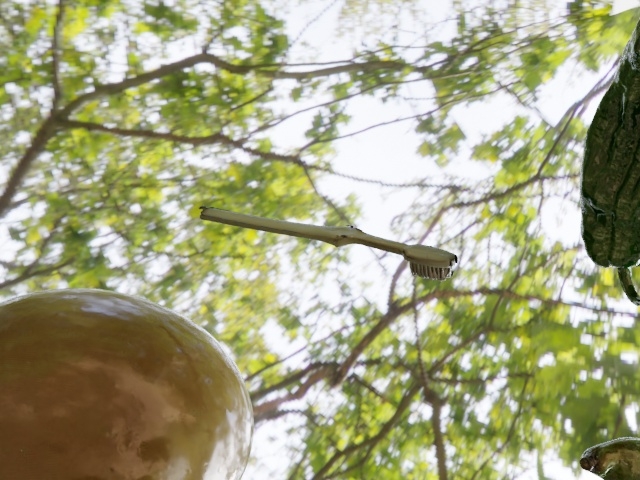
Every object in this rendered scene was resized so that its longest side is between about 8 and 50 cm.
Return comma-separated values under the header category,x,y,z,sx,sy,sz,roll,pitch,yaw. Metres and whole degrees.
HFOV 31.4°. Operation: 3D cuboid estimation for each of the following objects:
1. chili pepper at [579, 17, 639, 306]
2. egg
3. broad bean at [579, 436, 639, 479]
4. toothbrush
category,x,y,z,sx,sy,sz,roll,pitch,yaw
chili pepper,0.261,-0.072,0.926,0.100,0.074,0.257,30,-47,40
egg,-0.247,0.198,1.160,0.373,0.301,0.301,-5,-80,16
broad bean,0.338,0.227,0.976,0.256,0.053,0.052,25,-65,-3
toothbrush,-0.001,-0.005,1.085,0.294,0.026,0.028,15,-56,31
